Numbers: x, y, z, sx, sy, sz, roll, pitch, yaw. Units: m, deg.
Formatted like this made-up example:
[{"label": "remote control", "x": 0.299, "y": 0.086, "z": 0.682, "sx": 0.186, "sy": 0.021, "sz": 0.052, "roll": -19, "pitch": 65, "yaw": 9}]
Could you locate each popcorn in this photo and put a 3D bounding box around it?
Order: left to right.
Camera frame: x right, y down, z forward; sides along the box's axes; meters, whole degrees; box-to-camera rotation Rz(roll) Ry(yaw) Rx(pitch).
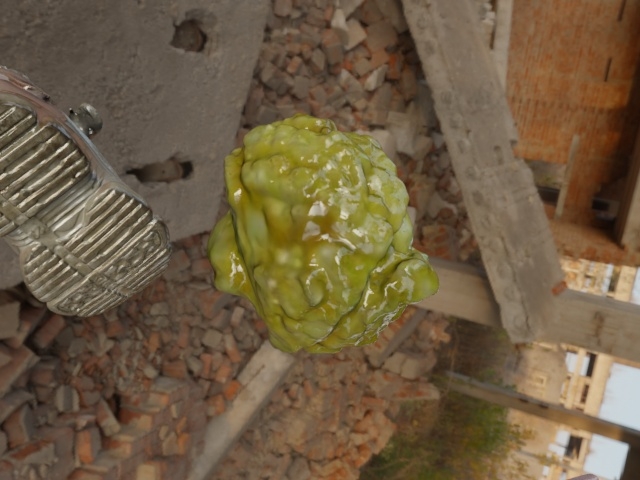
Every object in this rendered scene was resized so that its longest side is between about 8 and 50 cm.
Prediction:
[{"label": "popcorn", "x": 0.000, "y": 0.000, "z": 0.592, "sx": 0.195, "sy": 0.255, "sz": 0.256, "roll": -37, "pitch": 126, "yaw": -28}]

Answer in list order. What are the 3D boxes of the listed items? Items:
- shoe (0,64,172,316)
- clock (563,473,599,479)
[{"label": "shoe", "x": -0.317, "y": -0.065, "z": 0.706, "sx": 0.172, "sy": 0.198, "sz": 0.350, "roll": -32, "pitch": 142, "yaw": -11}, {"label": "clock", "x": 0.311, "y": 0.306, "z": 0.557, "sx": 0.291, "sy": 0.275, "sz": 0.080, "roll": -11, "pitch": 85, "yaw": -28}]
